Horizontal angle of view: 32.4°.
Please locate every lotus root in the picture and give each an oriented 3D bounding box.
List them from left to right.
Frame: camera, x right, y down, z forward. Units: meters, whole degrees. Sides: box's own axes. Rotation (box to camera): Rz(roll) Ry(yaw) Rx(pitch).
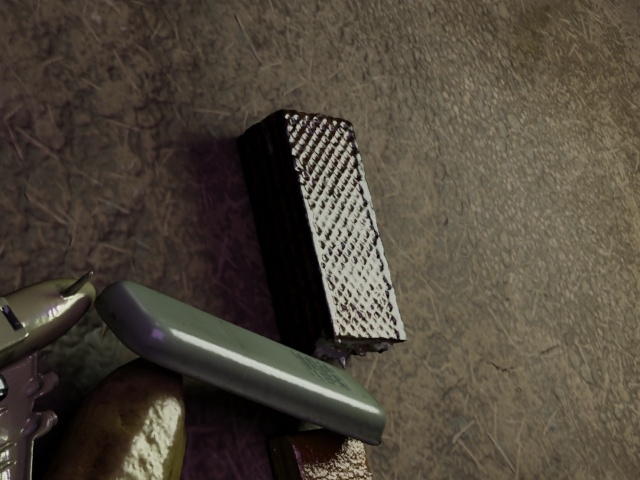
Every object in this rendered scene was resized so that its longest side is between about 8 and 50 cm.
[{"bbox_3d":[-0.150,0.185,0.761,0.258,0.097,0.110,-77,171,-51],"label":"lotus root"}]

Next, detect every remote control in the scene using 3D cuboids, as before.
[{"bbox_3d":[-0.051,0.103,0.891,0.309,0.038,0.090,29,9,-46],"label":"remote control"}]

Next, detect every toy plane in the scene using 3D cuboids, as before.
[{"bbox_3d":[-0.235,0.072,0.737,0.229,0.092,0.244,55,41,4],"label":"toy plane"}]

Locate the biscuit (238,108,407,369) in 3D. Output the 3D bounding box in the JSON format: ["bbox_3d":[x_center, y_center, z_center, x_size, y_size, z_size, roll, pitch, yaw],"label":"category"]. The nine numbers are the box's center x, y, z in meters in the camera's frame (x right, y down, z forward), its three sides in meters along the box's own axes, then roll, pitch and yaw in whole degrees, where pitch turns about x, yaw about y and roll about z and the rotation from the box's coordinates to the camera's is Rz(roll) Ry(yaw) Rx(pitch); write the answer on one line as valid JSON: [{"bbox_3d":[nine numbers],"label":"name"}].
[{"bbox_3d":[0.000,0.000,1.053,0.106,0.070,0.252,4,67,-46],"label":"biscuit"}]

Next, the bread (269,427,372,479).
[{"bbox_3d":[0.004,0.210,0.968,0.094,0.035,0.090,3,67,-48],"label":"bread"}]
